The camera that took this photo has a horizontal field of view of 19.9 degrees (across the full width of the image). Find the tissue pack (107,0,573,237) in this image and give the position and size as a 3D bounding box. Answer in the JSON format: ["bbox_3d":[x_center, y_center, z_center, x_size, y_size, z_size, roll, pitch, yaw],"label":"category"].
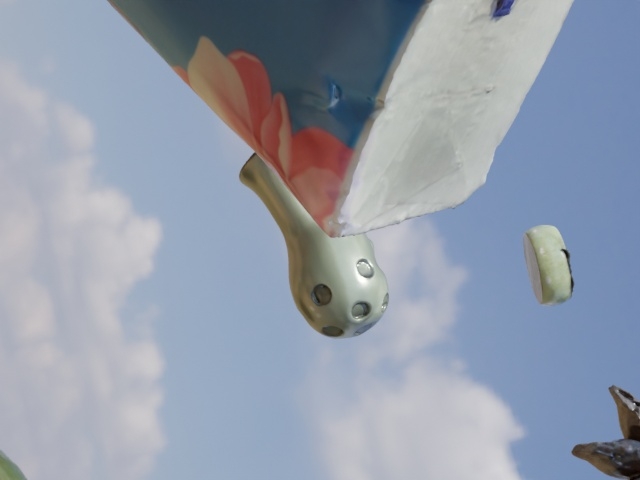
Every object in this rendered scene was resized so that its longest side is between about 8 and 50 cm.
[{"bbox_3d":[-0.008,-0.165,0.904,0.269,0.137,0.209,48,-53,31],"label":"tissue pack"}]

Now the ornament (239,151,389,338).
[{"bbox_3d":[0.000,0.000,1.390,0.156,0.081,0.075,61,-32,16],"label":"ornament"}]

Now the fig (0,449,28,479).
[{"bbox_3d":[-0.386,0.290,1.575,0.326,0.258,0.258,-39,-116,50],"label":"fig"}]

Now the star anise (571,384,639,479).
[{"bbox_3d":[0.366,0.242,1.995,0.172,0.208,0.063,34,-20,10],"label":"star anise"}]

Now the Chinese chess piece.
[{"bbox_3d":[0.232,0.025,1.853,0.084,0.034,0.084,168,-90,-86],"label":"Chinese chess piece"}]
